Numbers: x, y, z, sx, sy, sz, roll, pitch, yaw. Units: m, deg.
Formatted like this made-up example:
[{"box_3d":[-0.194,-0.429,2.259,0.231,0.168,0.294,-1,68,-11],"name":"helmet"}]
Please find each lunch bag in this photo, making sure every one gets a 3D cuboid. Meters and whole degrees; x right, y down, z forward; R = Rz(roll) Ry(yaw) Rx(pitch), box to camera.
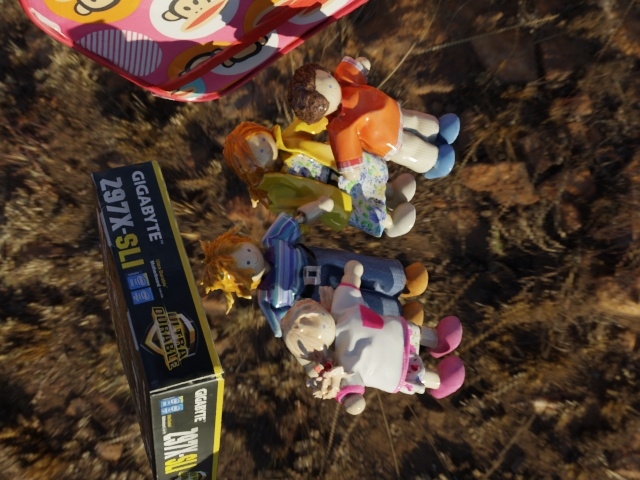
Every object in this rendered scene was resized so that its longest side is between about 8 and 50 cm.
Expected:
[{"box_3d":[-0.050,-0.225,0.697,0.293,0.258,0.120,-30,62,20],"name":"lunch bag"}]

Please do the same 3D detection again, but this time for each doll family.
[{"box_3d":[0.000,0.000,0.680,0.163,0.118,0.263,16,62,-32],"name":"doll family"}]

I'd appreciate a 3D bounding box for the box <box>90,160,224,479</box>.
[{"box_3d":[-0.178,0.110,1.074,0.079,0.322,0.257,-12,60,-15],"name":"box"}]
